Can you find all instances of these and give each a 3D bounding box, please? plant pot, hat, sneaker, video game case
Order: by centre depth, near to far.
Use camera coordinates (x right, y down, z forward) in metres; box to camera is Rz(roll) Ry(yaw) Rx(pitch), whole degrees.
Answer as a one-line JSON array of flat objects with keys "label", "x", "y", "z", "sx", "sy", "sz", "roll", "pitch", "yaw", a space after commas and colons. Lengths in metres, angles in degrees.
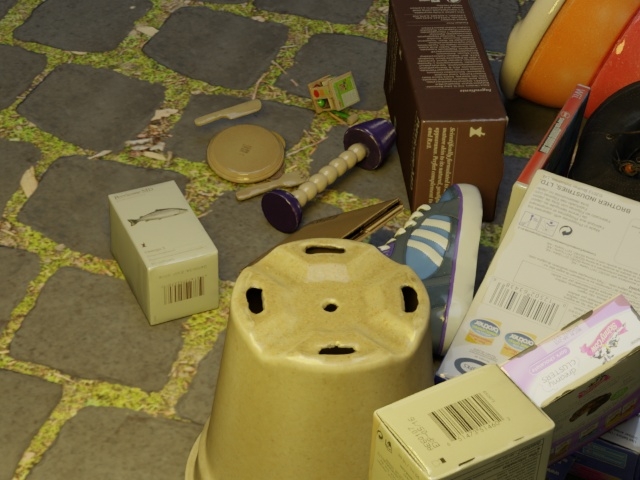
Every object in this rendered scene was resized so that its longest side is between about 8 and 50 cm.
[{"label": "plant pot", "x": 0.005, "y": 0.180, "z": 1.670, "sx": 0.333, "sy": 0.305, "sz": 0.334, "roll": 1, "pitch": 39, "yaw": -1}, {"label": "sneaker", "x": 0.096, "y": 0.022, "z": 2.011, "sx": 0.236, "sy": 0.130, "sz": 0.323, "roll": 9, "pitch": 44, "yaw": 2}, {"label": "video game case", "x": 0.317, "y": -0.074, "z": 2.086, "sx": 0.025, "sy": 0.204, "sz": 0.285, "roll": 21, "pitch": 42, "yaw": 15}, {"label": "hat", "x": 0.531, "y": -0.111, "z": 2.120, "sx": 0.331, "sy": 0.134, "sz": 0.331, "roll": -21, "pitch": 33, "yaw": 15}]

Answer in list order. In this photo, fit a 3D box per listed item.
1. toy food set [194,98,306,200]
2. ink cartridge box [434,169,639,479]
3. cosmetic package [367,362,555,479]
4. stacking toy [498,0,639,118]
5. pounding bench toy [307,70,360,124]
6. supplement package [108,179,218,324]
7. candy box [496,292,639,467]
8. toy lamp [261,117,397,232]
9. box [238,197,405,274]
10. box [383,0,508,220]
[{"label": "toy food set", "x": -0.114, "y": -0.133, "z": 2.274, "sx": 0.132, "sy": 0.038, "sz": 0.192, "roll": -18, "pitch": 54, "yaw": -16}, {"label": "ink cartridge box", "x": 0.315, "y": 0.136, "z": 1.804, "sx": 0.270, "sy": 0.151, "sz": 0.395, "roll": 20, "pitch": 62, "yaw": 18}, {"label": "cosmetic package", "x": 0.138, "y": 0.296, "z": 1.531, "sx": 0.160, "sy": 0.309, "sz": 0.113, "roll": -18, "pitch": 44, "yaw": -25}, {"label": "stacking toy", "x": 0.562, "y": -0.274, "z": 2.340, "sx": 0.480, "sy": 0.351, "sz": 0.350, "roll": 34, "pitch": 45, "yaw": 8}, {"label": "pounding bench toy", "x": 0.024, "y": -0.230, "z": 2.389, "sx": 0.052, "sy": 0.083, "sz": 0.065, "roll": -29, "pitch": 17, "yaw": -37}, {"label": "supplement package", "x": -0.221, "y": 0.015, "z": 2.022, "sx": 0.105, "sy": 0.105, "sz": 0.179, "roll": -15, "pitch": 42, "yaw": -20}, {"label": "candy box", "x": 0.277, "y": 0.165, "z": 1.591, "sx": 0.164, "sy": 0.196, "sz": 0.070, "roll": -28, "pitch": 61, "yaw": -11}, {"label": "toy lamp", "x": 0.021, "y": -0.107, "z": 2.214, "sx": 0.080, "sy": 0.080, "sz": 0.274, "roll": 28, "pitch": 47, "yaw": 28}, {"label": "box", "x": 0.000, "y": 0.000, "z": 2.025, "sx": 0.164, "sy": 0.021, "sz": 0.201, "roll": -35, "pitch": 14, "yaw": -38}, {"label": "box", "x": 0.189, "y": -0.216, "z": 2.269, "sx": 0.143, "sy": 0.191, "sz": 0.381, "roll": -2, "pitch": 38, "yaw": -6}]
